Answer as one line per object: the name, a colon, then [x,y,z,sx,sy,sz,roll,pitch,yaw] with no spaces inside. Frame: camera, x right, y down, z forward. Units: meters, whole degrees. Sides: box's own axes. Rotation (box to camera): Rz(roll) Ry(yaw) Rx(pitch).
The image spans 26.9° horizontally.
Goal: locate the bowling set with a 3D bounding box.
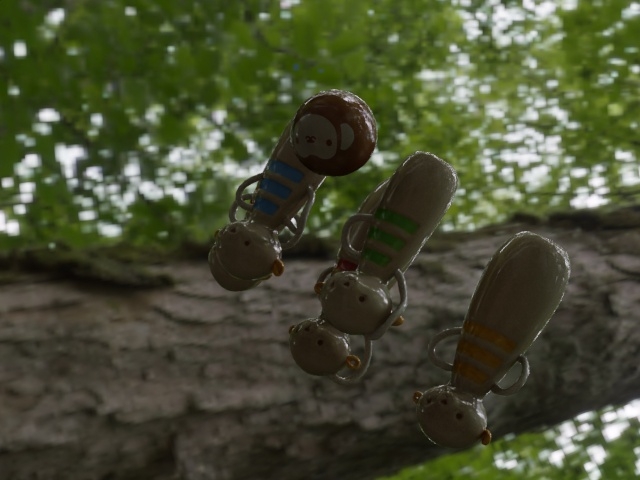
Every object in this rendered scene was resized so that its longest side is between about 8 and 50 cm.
bowling set: [0.000,0.000,0.883,0.287,0.200,0.154,24,-101,38]
